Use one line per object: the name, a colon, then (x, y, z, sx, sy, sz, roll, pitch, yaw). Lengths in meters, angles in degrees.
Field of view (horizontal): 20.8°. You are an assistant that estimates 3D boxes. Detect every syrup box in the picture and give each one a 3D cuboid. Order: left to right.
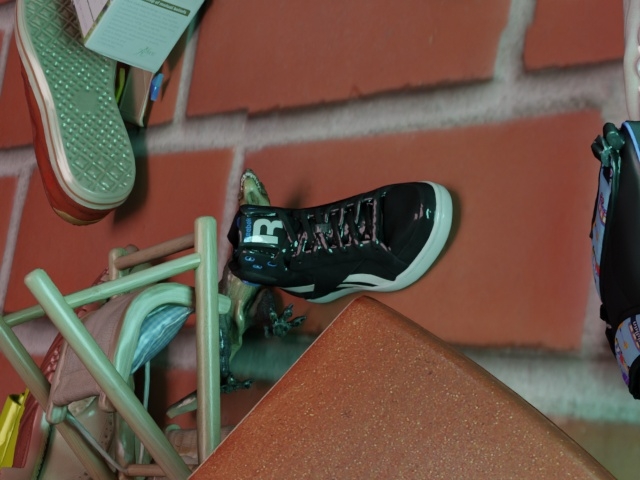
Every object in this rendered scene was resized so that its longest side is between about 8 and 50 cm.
syrup box: (-0.158, -0.299, 1.798, 0.237, 0.096, 0.093, -52, 39, 28)

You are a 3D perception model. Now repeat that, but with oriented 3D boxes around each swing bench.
swing bench: (-0.164, 0.134, 1.476, 0.253, 0.165, 0.255, -15, 93, 66)

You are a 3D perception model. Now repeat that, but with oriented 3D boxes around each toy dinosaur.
toy dinosaur: (-0.074, 0.074, 1.562, 0.268, 0.064, 0.118, -69, 28, 21)

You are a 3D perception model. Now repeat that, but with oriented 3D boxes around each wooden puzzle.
wooden puzzle: (-0.199, -0.163, 1.905, 0.116, 0.014, 0.079, 34, 112, 58)

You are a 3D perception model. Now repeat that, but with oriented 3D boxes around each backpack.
backpack: (0.224, 0.022, 1.025, 0.173, 0.116, 0.158, 85, 174, -63)

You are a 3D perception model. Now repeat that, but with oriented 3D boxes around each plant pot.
plant pot: (0.070, 0.238, 1.011, 0.235, 0.267, 0.267, 19, 54, 40)

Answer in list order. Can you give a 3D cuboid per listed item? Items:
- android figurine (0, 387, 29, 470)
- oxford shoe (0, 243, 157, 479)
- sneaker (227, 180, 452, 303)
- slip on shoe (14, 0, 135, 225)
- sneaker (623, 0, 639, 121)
android figurine: (-0.297, 0.258, 1.857, 0.248, 0.056, 0.273, 37, 108, 57)
oxford shoe: (-0.224, 0.193, 1.708, 0.140, 0.146, 0.397, 133, 159, -65)
sneaker: (0.000, 0.000, 1.401, 0.217, 0.121, 0.079, -28, 56, 52)
slip on shoe: (-0.278, -0.163, 1.918, 0.101, 0.123, 0.331, -49, 47, 48)
sneaker: (0.239, -0.186, 1.114, 0.118, 0.110, 0.292, 155, 129, -65)
